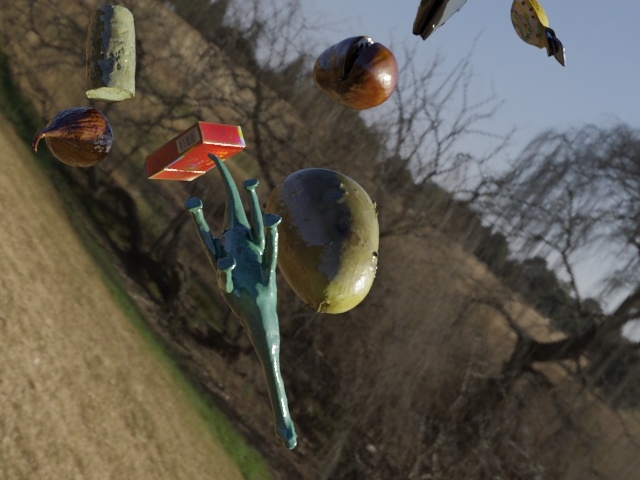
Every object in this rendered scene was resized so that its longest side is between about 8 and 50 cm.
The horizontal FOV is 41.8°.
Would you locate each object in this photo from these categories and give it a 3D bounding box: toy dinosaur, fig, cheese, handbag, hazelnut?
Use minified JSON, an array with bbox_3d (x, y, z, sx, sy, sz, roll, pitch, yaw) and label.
[{"bbox_3d":[-0.111,0.089,1.301,0.383,0.129,0.330,-115,-166,-55],"label":"toy dinosaur"},{"bbox_3d":[-0.552,-0.224,1.786,0.201,0.146,0.133,-5,82,-53],"label":"fig"},{"bbox_3d":[0.525,-0.515,2.031,0.250,0.064,0.156,63,2,41],"label":"cheese"},{"bbox_3d":[0.352,-0.702,2.359,0.152,0.288,0.342,31,20,-2],"label":"handbag"},{"bbox_3d":[0.095,-0.478,2.412,0.252,0.217,0.217,16,-7,29],"label":"hazelnut"}]

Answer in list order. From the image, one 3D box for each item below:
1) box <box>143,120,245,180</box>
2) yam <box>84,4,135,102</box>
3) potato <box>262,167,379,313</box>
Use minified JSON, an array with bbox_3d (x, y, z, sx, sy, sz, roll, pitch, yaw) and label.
[{"bbox_3d":[-0.244,-0.168,1.614,0.112,0.175,0.048,-2,72,-49],"label":"box"},{"bbox_3d":[-0.459,-0.409,1.836,0.107,0.194,0.107,-1,-8,0],"label":"yam"},{"bbox_3d":[0.019,0.002,1.912,0.219,0.270,0.359,97,-24,-51],"label":"potato"}]
